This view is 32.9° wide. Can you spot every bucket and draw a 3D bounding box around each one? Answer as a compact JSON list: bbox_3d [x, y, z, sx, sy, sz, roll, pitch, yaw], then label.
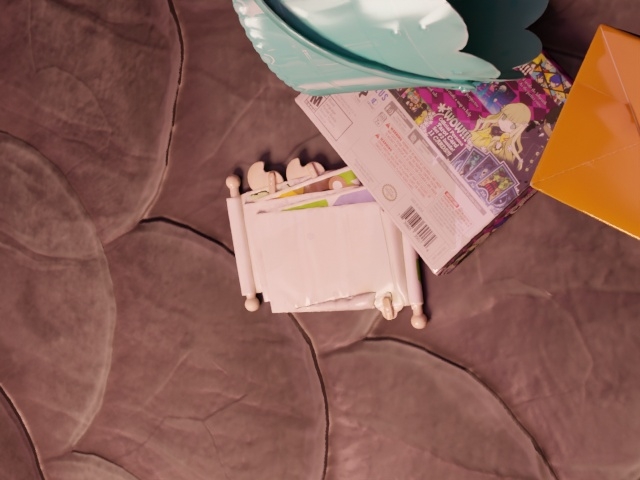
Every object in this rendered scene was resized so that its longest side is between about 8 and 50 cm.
[{"bbox_3d":[0.054,-0.250,0.877,0.183,0.281,0.281,-8,90,30],"label":"bucket"}]

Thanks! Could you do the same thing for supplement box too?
[{"bbox_3d":[0.299,-0.061,0.817,0.191,0.194,0.129,30,109,27],"label":"supplement box"}]

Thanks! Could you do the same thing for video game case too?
[{"bbox_3d":[0.116,-0.121,1.011,0.210,0.042,0.232,-46,71,21],"label":"video game case"}]

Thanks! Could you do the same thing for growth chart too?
[{"bbox_3d":[0.000,0.000,1.115,0.237,0.021,0.172,1,94,32],"label":"growth chart"}]
